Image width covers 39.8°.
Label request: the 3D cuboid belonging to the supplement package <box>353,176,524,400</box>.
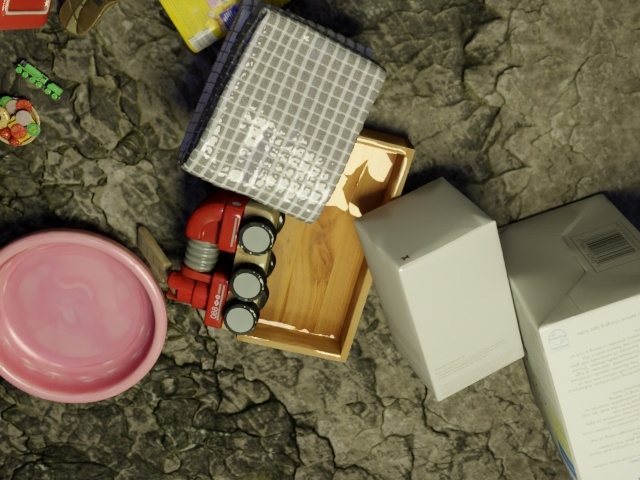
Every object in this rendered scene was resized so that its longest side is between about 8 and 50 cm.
[{"bbox_3d":[0.199,0.080,1.460,0.175,0.177,0.293,-26,125,-8],"label":"supplement package"}]

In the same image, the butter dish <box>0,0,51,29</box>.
[{"bbox_3d":[-0.467,-0.401,1.292,0.118,0.160,0.160,26,112,11],"label":"butter dish"}]

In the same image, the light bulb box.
[{"bbox_3d":[0.456,0.173,1.463,0.225,0.358,0.361,-19,114,6],"label":"light bulb box"}]

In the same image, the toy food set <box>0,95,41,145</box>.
[{"bbox_3d":[-0.496,-0.193,1.431,0.082,0.020,0.083,-28,112,8],"label":"toy food set"}]

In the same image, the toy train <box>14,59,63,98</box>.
[{"bbox_3d":[-0.448,-0.257,1.409,0.083,0.017,0.024,38,96,-17],"label":"toy train"}]

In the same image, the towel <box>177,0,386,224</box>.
[{"bbox_3d":[-0.055,-0.192,1.316,0.235,0.121,0.284,22,100,-20],"label":"towel"}]

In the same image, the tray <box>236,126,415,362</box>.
[{"bbox_3d":[0.000,0.000,1.517,0.203,0.076,0.411,13,113,-9],"label":"tray"}]

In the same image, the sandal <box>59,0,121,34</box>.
[{"bbox_3d":[-0.328,-0.384,1.349,0.180,0.049,0.072,-34,106,26],"label":"sandal"}]

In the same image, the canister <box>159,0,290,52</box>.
[{"bbox_3d":[-0.150,-0.379,1.345,0.170,0.073,0.126,-28,113,10],"label":"canister"}]

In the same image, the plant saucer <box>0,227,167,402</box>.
[{"bbox_3d":[-0.431,0.124,1.538,0.332,0.084,0.332,-1,113,-2],"label":"plant saucer"}]

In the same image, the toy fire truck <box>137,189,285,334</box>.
[{"bbox_3d":[-0.196,0.013,1.443,0.246,0.158,0.217,14,111,2],"label":"toy fire truck"}]
